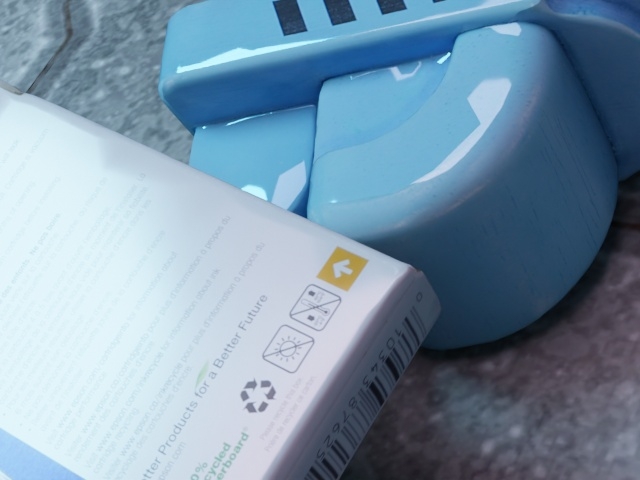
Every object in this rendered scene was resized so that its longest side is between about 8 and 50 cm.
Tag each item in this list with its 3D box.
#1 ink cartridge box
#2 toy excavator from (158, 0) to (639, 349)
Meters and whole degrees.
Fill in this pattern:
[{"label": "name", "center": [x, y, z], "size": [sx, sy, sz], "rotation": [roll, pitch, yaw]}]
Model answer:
[{"label": "ink cartridge box", "center": [-0.150, 0.088, 0.696], "size": [0.307, 0.072, 0.303], "rotation": [24, 75, 31]}, {"label": "toy excavator", "center": [0.000, 0.000, 0.811], "size": [0.433, 0.222, 0.445], "rotation": [-10, 56, 22]}]
